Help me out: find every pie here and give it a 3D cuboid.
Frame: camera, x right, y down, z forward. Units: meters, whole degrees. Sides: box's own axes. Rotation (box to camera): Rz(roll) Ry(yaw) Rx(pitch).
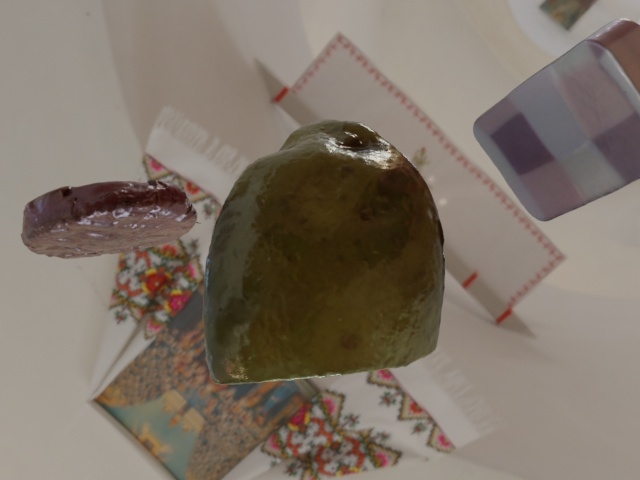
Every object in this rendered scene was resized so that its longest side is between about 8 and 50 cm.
[{"bbox_3d":[-0.214,-0.018,0.914,0.182,0.182,0.050,4,-107,-49],"label":"pie"}]

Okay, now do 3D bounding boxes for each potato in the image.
[{"bbox_3d":[0.000,0.000,0.482,0.120,0.081,0.149,-7,-94,-50],"label":"potato"}]

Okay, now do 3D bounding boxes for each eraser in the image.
[{"bbox_3d":[0.118,-0.051,0.413,0.026,0.105,0.065,-33,-90,-26],"label":"eraser"}]
